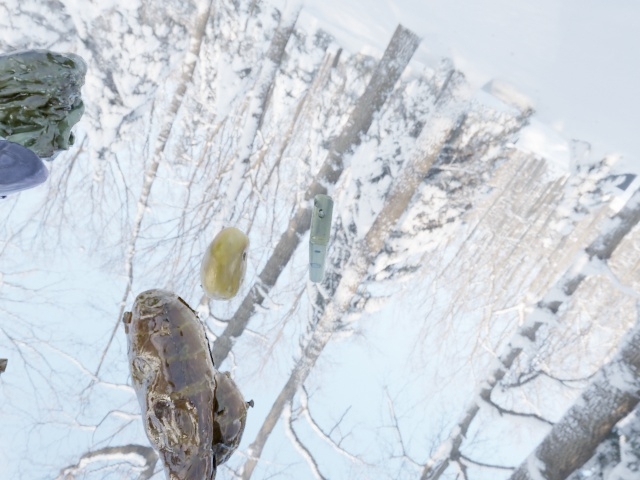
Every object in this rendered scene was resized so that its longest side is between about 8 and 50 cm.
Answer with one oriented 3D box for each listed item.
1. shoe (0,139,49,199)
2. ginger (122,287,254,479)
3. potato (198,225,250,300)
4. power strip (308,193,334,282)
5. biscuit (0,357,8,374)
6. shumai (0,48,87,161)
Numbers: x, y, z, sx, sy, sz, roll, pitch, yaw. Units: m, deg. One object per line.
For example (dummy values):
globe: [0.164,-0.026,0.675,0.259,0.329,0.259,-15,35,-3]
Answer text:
shoe: [-0.603,-0.115,0.760,0.244,0.095,0.138,7,160,3]
ginger: [-0.279,0.301,0.893,0.419,0.176,0.254,68,-165,7]
potato: [-0.291,0.070,1.271,0.146,0.234,0.150,7,-171,-19]
power strip: [0.000,0.000,0.597,0.028,0.169,0.076,7,-115,1]
biscuit: [-0.812,0.323,1.020,0.092,0.082,0.016,-34,-145,-30]
shumai: [-0.574,-0.261,0.830,0.255,0.218,0.189,-11,-166,-1]
